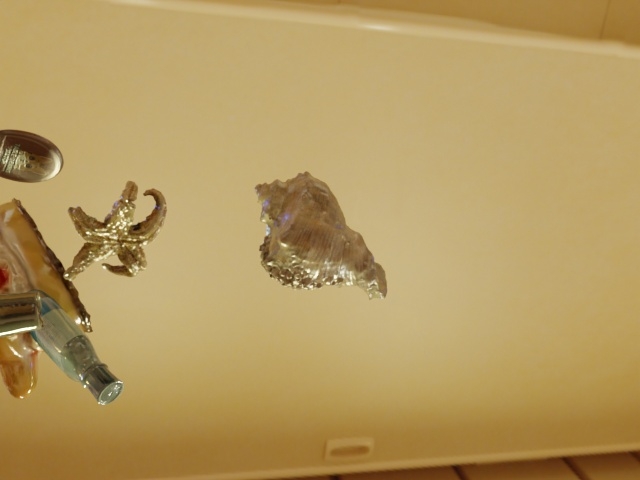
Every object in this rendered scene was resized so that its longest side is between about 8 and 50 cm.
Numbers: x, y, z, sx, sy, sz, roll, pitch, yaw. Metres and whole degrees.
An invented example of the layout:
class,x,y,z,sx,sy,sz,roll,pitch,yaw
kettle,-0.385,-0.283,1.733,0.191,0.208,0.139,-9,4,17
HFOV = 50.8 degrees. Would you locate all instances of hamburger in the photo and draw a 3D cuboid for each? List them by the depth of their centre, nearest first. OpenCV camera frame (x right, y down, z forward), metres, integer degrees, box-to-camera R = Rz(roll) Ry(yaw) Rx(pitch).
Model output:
class,x,y,z,sx,sy,sz,roll,pitch,yaw
hamburger,-0.520,0.099,1.124,0.186,0.303,0.261,-33,-159,-25

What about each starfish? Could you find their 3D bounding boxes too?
class,x,y,z,sx,sy,sz,roll,pitch,yaw
starfish,-0.305,0.001,0.981,0.150,0.209,0.053,43,-156,-31

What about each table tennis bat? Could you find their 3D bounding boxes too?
class,x,y,z,sx,sy,sz,roll,pitch,yaw
table tennis bat,-0.446,-0.163,0.948,0.170,0.107,0.119,12,-128,-29

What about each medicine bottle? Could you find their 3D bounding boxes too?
class,x,y,z,sx,sy,sz,roll,pitch,yaw
medicine bottle,-0.360,0.155,0.969,0.208,0.090,0.053,35,-128,27

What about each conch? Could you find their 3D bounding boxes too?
class,x,y,z,sx,sy,sz,roll,pitch,yaw
conch,0.000,0.000,0.952,0.245,0.163,0.178,37,-148,-15

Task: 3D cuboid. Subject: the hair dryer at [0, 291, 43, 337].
class,x,y,z,sx,sy,sz,roll,pitch,yaw
hair dryer,-0.379,0.063,0.652,0.219,0.225,0.088,0,-117,-34
